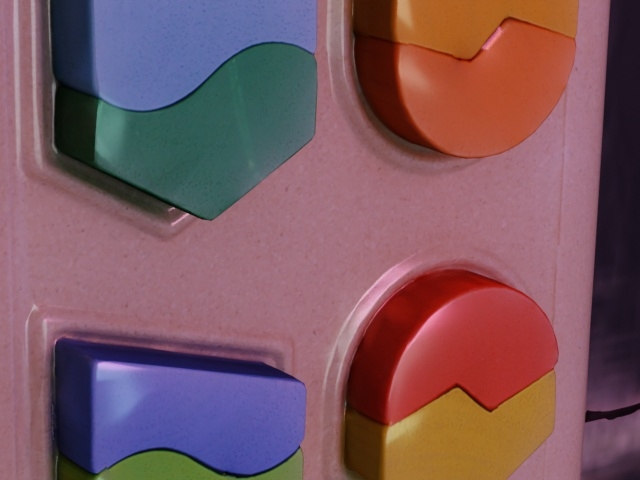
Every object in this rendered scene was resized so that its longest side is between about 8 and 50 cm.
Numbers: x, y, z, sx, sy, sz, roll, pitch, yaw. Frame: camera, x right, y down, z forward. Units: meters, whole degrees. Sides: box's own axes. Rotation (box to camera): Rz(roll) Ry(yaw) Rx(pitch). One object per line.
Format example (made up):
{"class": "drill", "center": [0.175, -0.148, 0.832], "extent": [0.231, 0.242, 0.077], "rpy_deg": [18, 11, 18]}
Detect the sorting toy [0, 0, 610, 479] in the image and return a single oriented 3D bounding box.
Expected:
{"class": "sorting toy", "center": [0.000, 0.000, 0.436], "extent": [0.208, 0.038, 0.193], "rpy_deg": [-12, 110, -38]}
